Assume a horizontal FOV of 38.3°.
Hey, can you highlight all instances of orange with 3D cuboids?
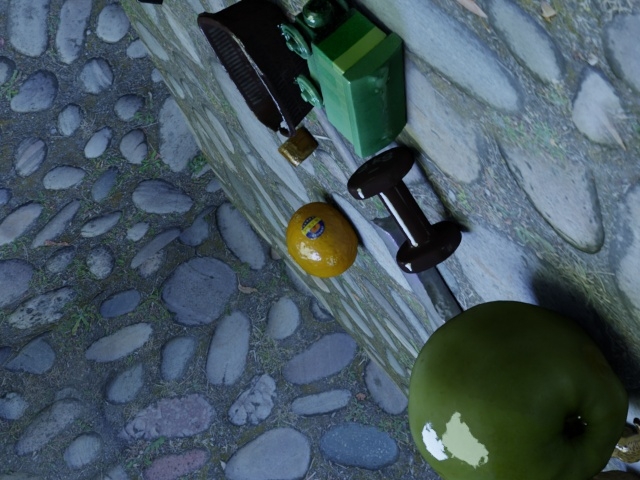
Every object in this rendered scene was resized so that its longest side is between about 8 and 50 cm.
[{"bbox_3d":[0.002,0.000,2.591,0.219,0.193,0.219,42,-175,-5],"label":"orange"}]

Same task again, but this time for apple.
[{"bbox_3d":[0.325,0.271,1.558,0.357,0.357,0.357,50,170,12],"label":"apple"}]

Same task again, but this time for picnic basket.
[{"bbox_3d":[-0.112,-0.372,1.905,0.222,0.129,0.297,36,162,55],"label":"picnic basket"}]

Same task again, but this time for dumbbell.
[{"bbox_3d":[0.160,-0.057,1.745,0.225,0.140,0.124,56,-155,-19],"label":"dumbbell"}]

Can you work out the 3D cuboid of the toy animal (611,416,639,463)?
[{"bbox_3d":[0.549,0.355,1.670,0.149,0.054,0.275,57,173,-9],"label":"toy animal"}]

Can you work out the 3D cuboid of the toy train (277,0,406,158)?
[{"bbox_3d":[0.044,-0.277,1.540,0.202,0.120,0.301,46,170,21],"label":"toy train"}]

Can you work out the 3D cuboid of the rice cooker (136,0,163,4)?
[{"bbox_3d":[-0.312,-0.592,1.734,0.227,0.241,0.280,46,128,53],"label":"rice cooker"}]

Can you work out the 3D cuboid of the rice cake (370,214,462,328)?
[{"bbox_3d":[0.245,0.094,2.129,0.399,0.064,0.070,56,161,-23],"label":"rice cake"}]

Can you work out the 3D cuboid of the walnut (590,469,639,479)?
[{"bbox_3d":[0.594,0.569,1.822,0.228,0.228,0.228,50,170,12],"label":"walnut"}]

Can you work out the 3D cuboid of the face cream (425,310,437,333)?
[{"bbox_3d":[0.353,0.295,2.352,0.314,0.089,0.143,58,177,44],"label":"face cream"}]

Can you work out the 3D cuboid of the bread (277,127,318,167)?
[{"bbox_3d":[-0.057,-0.232,2.301,0.070,0.083,0.077,44,175,-7],"label":"bread"}]
